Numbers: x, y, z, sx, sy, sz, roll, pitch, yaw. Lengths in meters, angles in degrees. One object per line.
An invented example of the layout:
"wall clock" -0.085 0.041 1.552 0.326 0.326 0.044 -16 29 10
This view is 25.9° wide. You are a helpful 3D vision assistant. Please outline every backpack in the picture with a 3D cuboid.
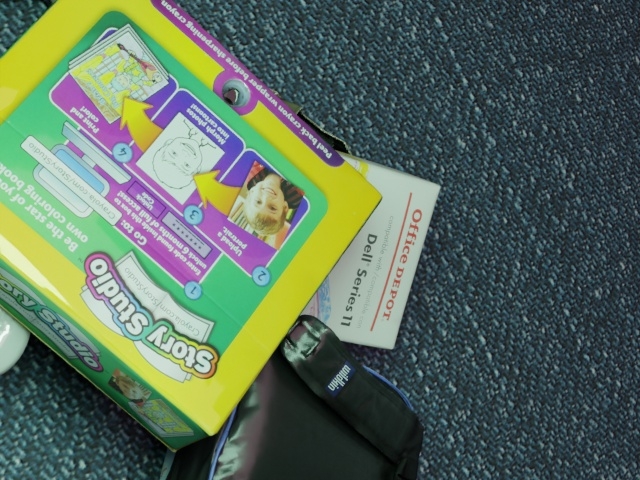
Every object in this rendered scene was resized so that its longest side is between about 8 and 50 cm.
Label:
"backpack" -0.028 0.234 1.481 0.263 0.213 0.276 26 73 -26

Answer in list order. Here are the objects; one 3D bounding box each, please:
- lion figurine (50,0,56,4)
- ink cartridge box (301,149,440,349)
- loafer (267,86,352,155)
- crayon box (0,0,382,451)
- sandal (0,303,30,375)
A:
"lion figurine" -0.226 -0.235 1.496 0.240 0.142 0.392 -27 95 -37
"ink cartridge box" 0.000 0.000 1.577 0.353 0.119 0.207 13 95 -34
"loafer" -0.061 -0.144 1.635 0.251 0.087 0.094 28 62 -30
"crayon box" -0.167 -0.040 1.305 0.363 0.106 0.313 42 61 -11
"sandal" -0.472 0.036 1.257 0.416 0.102 0.169 24 77 -17
